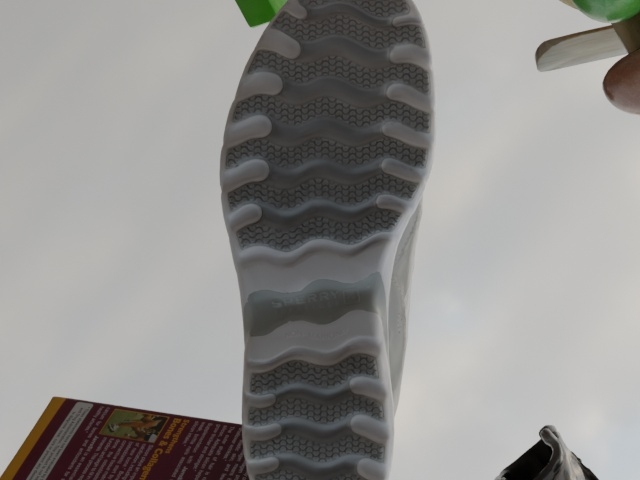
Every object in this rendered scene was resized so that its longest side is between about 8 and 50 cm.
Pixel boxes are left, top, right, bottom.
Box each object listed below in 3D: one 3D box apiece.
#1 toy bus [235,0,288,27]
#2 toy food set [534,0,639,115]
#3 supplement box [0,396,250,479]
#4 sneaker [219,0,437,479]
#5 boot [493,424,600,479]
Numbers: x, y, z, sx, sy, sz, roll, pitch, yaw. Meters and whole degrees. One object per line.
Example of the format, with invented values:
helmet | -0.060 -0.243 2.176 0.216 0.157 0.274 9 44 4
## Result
toy bus | -0.008 -0.254 1.278 0.104 0.191 0.202 -11 -167 39
toy food set | 0.150 -0.099 0.747 0.128 0.218 0.071 -9 -114 0
supplement box | -0.102 0.172 1.255 0.188 0.080 0.104 7 -142 18
sneaker | 0.000 0.000 1.021 0.115 0.105 0.281 -67 164 -82
boot | 0.217 0.254 1.426 0.118 0.222 0.338 -39 -175 -5
